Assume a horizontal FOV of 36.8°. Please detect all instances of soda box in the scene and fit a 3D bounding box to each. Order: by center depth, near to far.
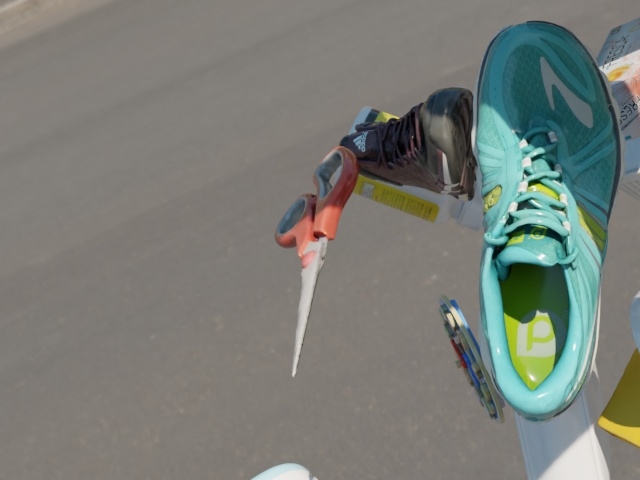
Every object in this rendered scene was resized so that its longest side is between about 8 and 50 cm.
[{"bbox_3d":[0.300,-0.157,0.921,0.063,0.058,0.183,-19,20,37],"label":"soda box"}]

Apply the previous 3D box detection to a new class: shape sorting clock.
[{"bbox_3d":[0.218,0.175,1.414,0.040,0.206,0.206,-27,26,3],"label":"shape sorting clock"}]

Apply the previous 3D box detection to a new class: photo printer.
[{"bbox_3d":[0.307,0.164,1.279,0.107,0.307,0.256,-11,8,18],"label":"photo printer"}]

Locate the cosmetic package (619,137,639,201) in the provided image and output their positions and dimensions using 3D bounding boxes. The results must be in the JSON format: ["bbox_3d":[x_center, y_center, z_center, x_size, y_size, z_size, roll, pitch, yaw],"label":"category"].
[{"bbox_3d":[0.427,-0.126,1.041,0.151,0.151,0.183,-16,51,56],"label":"cosmetic package"}]

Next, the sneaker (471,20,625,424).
[{"bbox_3d":[0.151,-0.015,0.646,0.107,0.275,0.110,-2,-2,16],"label":"sneaker"}]

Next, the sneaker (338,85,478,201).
[{"bbox_3d":[0.093,-0.104,1.093,0.163,0.106,0.281,8,-9,13],"label":"sneaker"}]

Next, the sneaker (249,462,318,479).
[{"bbox_3d":[-0.077,0.357,0.818,0.319,0.127,0.208,-38,55,-16],"label":"sneaker"}]

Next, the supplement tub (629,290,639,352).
[{"bbox_3d":[0.425,0.064,0.954,0.200,0.144,0.144,-39,8,48],"label":"supplement tub"}]

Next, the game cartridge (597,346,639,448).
[{"bbox_3d":[0.489,0.120,1.056,0.323,0.053,0.285,-61,31,-3],"label":"game cartridge"}]

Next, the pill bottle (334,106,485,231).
[{"bbox_3d":[0.135,-0.093,1.304,0.209,0.119,0.119,21,39,6],"label":"pill bottle"}]

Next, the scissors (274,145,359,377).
[{"bbox_3d":[0.000,0.000,0.765,0.109,0.021,0.297,-49,15,14],"label":"scissors"}]
